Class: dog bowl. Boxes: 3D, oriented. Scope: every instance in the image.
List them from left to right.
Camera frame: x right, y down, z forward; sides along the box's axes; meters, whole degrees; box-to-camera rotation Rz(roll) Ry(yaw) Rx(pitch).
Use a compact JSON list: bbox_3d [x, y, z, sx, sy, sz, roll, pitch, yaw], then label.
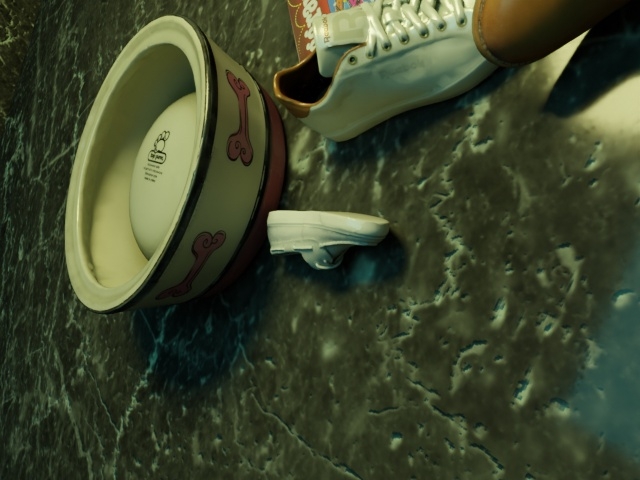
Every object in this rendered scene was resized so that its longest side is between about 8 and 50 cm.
[{"bbox_3d":[-0.213,-0.092,0.749,0.408,0.150,0.408,-16,68,44],"label":"dog bowl"}]

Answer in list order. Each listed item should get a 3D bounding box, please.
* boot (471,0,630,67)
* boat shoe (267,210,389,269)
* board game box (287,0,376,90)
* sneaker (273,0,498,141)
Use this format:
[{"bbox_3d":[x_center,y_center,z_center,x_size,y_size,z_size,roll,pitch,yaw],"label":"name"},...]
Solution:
[{"bbox_3d":[0.226,-0.186,0.296,0.283,0.109,0.220,-33,26,23],"label":"boot"},{"bbox_3d":[0.000,0.000,0.566,0.184,0.066,0.063,4,93,46],"label":"boat shoe"},{"bbox_3d":[0.016,-0.323,0.662,0.145,0.027,0.281,-33,58,38],"label":"board game box"},{"bbox_3d":[0.069,-0.188,0.501,0.290,0.123,0.106,-26,60,38],"label":"sneaker"}]
